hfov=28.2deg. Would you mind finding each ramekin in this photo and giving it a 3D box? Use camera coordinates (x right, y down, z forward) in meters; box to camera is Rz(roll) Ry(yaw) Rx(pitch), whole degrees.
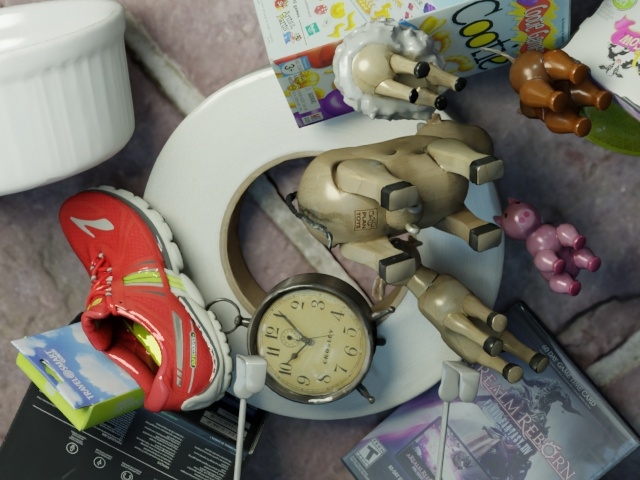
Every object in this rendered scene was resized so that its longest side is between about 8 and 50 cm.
[{"bbox_3d":[-0.316,-0.140,1.254,0.277,0.277,0.135,-7,111,9],"label":"ramekin"}]

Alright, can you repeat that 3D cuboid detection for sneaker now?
[{"bbox_3d":[-0.195,0.053,1.272,0.279,0.118,0.107,51,130,25],"label":"sneaker"}]

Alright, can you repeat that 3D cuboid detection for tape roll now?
[{"bbox_3d":[0.000,0.000,1.349,0.392,0.072,0.392,2,105,6],"label":"tape roll"}]

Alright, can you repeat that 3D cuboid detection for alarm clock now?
[{"bbox_3d":[-0.026,0.094,1.306,0.192,0.064,0.129,13,106,2],"label":"alarm clock"}]

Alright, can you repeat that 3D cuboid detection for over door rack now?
[{"bbox_3d":[0.013,0.254,1.298,0.239,0.108,0.324,3,110,-16],"label":"over door rack"}]

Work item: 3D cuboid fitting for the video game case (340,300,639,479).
[{"bbox_3d":[0.179,0.227,1.375,0.274,0.026,0.196,-44,74,16],"label":"video game case"}]

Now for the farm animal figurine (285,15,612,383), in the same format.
[{"bbox_3d":[0.108,-0.036,1.194,0.326,0.172,0.330,1,109,-37],"label":"farm animal figurine"}]

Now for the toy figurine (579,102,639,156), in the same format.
[{"bbox_3d":[0.426,-0.106,1.188,0.362,0.217,0.191,22,106,1],"label":"toy figurine"}]

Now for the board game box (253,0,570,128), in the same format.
[{"bbox_3d":[0.082,-0.232,1.197,0.275,0.142,0.144,-16,67,5],"label":"board game box"}]

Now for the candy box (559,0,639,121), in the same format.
[{"bbox_3d":[0.345,-0.194,1.162,0.196,0.070,0.165,-49,49,8],"label":"candy box"}]

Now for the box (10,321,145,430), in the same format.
[{"bbox_3d":[-0.221,0.128,1.294,0.109,0.178,0.042,40,120,23],"label":"box"}]

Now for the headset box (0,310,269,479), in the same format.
[{"bbox_3d":[-0.231,0.268,1.418,0.246,0.131,0.283,27,106,0],"label":"headset box"}]
